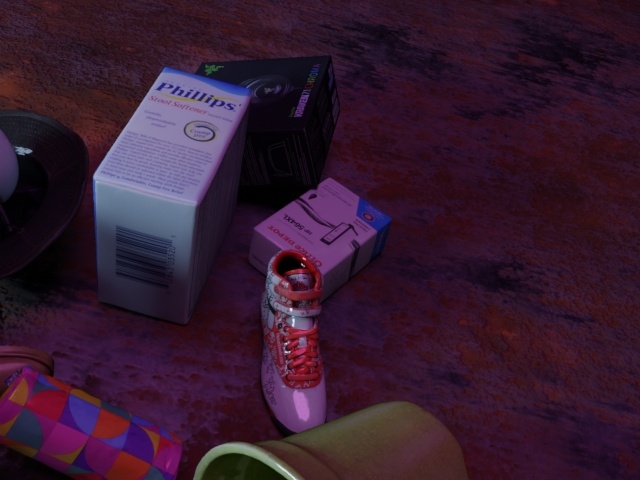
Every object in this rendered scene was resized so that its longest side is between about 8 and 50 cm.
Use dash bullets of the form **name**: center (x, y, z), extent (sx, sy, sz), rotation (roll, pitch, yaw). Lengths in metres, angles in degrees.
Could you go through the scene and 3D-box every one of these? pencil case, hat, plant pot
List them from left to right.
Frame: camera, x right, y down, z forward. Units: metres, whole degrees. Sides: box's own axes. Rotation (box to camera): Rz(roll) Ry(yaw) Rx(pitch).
- **hat**: center (-0.491, -0.038, 1.125), extent (0.331, 0.134, 0.331), rotation (-3, 56, 4)
- **pencil case**: center (-0.284, 0.239, 0.886), extent (0.236, 0.104, 0.104), rotation (31, 42, -17)
- **plant pot**: center (0.036, 0.313, 0.852), extent (0.254, 0.276, 0.276), rotation (-19, 53, -43)

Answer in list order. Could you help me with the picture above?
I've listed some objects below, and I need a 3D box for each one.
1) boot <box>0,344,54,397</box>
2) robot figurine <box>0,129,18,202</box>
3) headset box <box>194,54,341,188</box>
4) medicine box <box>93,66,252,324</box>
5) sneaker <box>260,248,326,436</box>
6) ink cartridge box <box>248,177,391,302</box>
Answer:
- **boot**: center (-0.442, 0.268, 0.881), extent (0.236, 0.089, 0.270), rotation (-7, 50, -12)
- **robot figurine**: center (-0.537, -0.064, 0.963), extent (0.209, 0.174, 0.278), rotation (34, 67, 23)
- **headset box**: center (-0.127, -0.218, 1.347), extent (0.283, 0.131, 0.246), rotation (1, 43, 15)
- **medicine box**: center (-0.222, -0.071, 1.132), extent (0.149, 0.263, 0.289), rotation (15, 45, 0)
- **sneaker**: center (-0.038, 0.139, 1.060), extent (0.090, 0.145, 0.270), rotation (1, 47, -14)
- **ink cartridge box**: center (0.000, 0.000, 1.246), extent (0.148, 0.086, 0.203), rotation (35, 48, 20)
